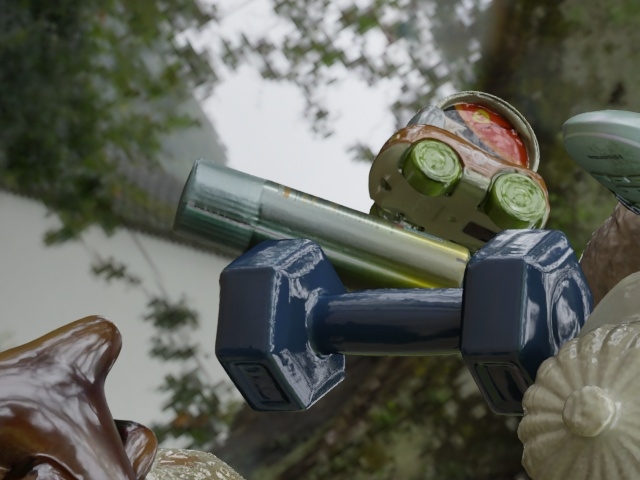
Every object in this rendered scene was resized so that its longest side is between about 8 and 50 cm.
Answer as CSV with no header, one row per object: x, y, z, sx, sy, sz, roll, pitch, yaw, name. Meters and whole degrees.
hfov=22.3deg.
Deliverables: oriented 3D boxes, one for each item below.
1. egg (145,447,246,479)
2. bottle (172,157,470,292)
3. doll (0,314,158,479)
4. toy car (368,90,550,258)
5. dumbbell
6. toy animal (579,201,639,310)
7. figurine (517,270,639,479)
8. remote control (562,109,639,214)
-0.161,0.306,1.628,0.245,0.203,0.203,14,0,-19,egg
0.000,0.000,1.590,0.286,0.082,0.082,19,-12,-5,bottle
-0.206,0.231,1.308,0.340,0.209,0.318,59,15,-10,doll
0.180,-0.094,2.027,0.235,0.235,0.145,53,-36,14,toy car
0.069,0.071,1.409,0.325,0.160,0.144,-3,-13,31,dumbbell
0.380,0.069,1.729,0.226,0.188,0.358,42,-11,14,toy animal
0.289,0.192,1.275,0.332,0.185,0.204,54,28,-27,figurine
0.269,-0.032,1.172,0.256,0.045,0.097,33,-18,-35,remote control
